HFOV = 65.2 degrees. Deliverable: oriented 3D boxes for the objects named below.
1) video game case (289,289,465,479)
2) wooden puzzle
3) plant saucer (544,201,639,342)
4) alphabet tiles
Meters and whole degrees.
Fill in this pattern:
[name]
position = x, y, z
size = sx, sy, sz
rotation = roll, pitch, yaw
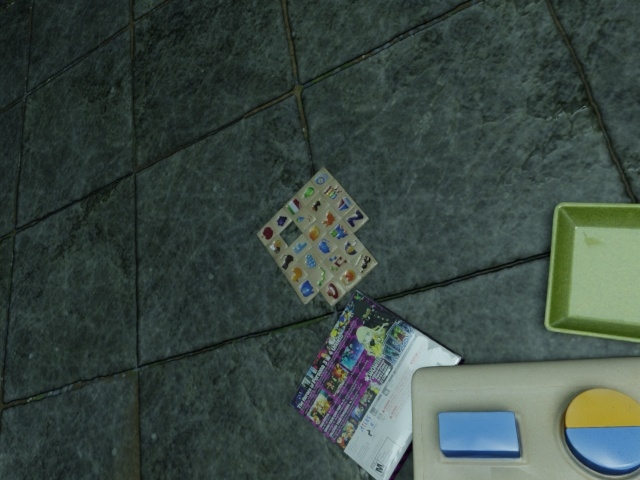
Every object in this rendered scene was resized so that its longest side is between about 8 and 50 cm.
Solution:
[video game case]
position = 0.086, 0.232, 0.819
size = 0.210, 0.041, 0.232
rotation = 30, 91, 31
[wooden puzzle]
position = 0.265, 0.294, 0.584
size = 0.321, 0.081, 0.348
rotation = -8, 51, 19
[plant saucer]
position = 0.418, 0.045, 0.688
size = 0.188, 0.045, 0.188
rotation = 4, 77, 30
[alphabet tiles]
position = 0.000, 0.000, 0.960
size = 0.198, 0.009, 0.237
rotation = -44, 59, 11
